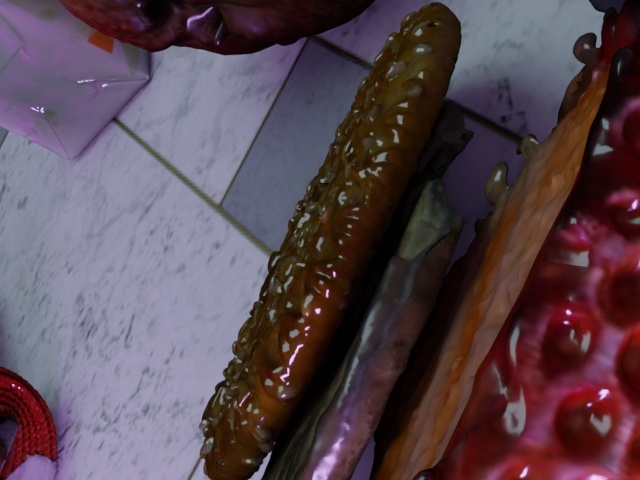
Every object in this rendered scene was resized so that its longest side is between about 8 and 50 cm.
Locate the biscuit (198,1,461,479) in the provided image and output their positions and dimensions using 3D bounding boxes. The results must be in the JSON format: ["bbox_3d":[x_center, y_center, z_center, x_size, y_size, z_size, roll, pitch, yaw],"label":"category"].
[{"bbox_3d":[0.000,0.000,0.853,0.305,0.038,0.305,-155,90,-86],"label":"biscuit"}]

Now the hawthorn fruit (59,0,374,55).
[{"bbox_3d":[-0.081,-0.309,1.041,0.284,0.284,0.369,-20,76,50],"label":"hawthorn fruit"}]

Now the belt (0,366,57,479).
[{"bbox_3d":[-0.285,0.196,1.174,0.124,0.128,0.201,-25,44,49],"label":"belt"}]

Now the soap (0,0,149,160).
[{"bbox_3d":[-0.263,-0.210,1.369,0.138,0.182,0.199,-39,41,35],"label":"soap"}]

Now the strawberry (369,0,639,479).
[{"bbox_3d":[0.125,0.045,0.609,0.253,0.150,0.280,-62,4,23],"label":"strawberry"}]

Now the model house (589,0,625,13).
[{"bbox_3d":[0.178,-0.213,0.638,0.298,0.284,0.243,7,88,50],"label":"model house"}]

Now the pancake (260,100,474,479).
[{"bbox_3d":[0.024,0.047,0.792,0.286,0.033,0.288,-64,1,-20],"label":"pancake"}]
